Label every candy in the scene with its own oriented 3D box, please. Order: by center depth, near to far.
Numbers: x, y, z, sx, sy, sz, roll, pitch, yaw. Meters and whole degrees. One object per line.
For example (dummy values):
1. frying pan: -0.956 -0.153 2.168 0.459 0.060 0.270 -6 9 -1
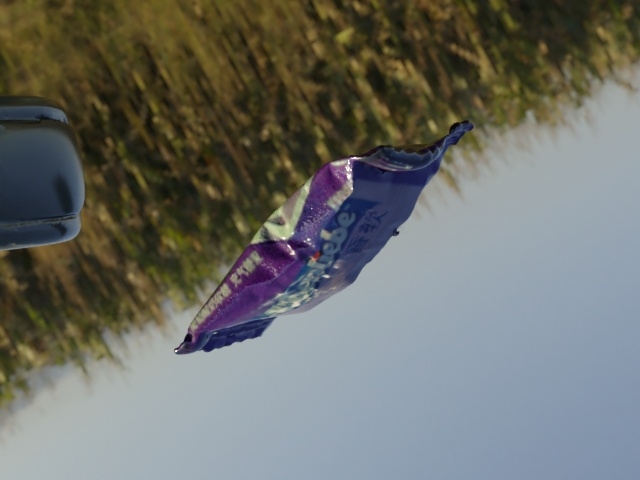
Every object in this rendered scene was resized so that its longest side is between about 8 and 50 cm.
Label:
1. candy: 0.000 0.000 1.088 0.275 0.070 0.145 -44 162 27

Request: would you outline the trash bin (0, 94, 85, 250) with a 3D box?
1. trash bin: -0.279 -0.037 0.940 0.236 0.101 0.176 -4 -176 35
